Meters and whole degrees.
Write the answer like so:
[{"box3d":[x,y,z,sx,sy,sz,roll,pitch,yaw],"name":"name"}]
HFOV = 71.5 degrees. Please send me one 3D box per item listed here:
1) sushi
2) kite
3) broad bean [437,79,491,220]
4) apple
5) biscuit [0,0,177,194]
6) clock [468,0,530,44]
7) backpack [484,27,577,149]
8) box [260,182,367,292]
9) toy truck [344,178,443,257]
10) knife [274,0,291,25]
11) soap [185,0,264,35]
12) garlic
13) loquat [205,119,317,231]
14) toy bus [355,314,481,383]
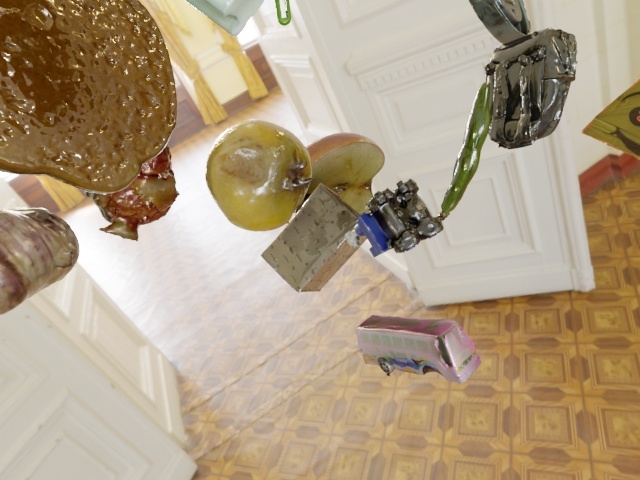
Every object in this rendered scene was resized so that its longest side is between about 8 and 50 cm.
[{"box3d":[-0.406,-0.168,0.908,0.197,0.343,0.182,-14,31,-22],"name":"sushi"},{"box3d":[0.746,-0.253,0.934,0.378,0.327,0.013,9,64,52],"name":"kite"},{"box3d":[0.291,-0.163,0.882,0.043,0.297,0.060,6,26,-10],"name":"broad bean"},{"box3d":[0.049,-0.211,1.614,0.365,0.328,0.295,-14,2,-19],"name":"apple"},{"box3d":[-0.368,-0.235,0.570,0.074,0.358,0.381,-4,5,45],"name":"biscuit"},{"box3d":[0.455,-0.642,1.160,0.056,0.280,0.280,-25,25,44],"name":"clock"},{"box3d":[0.448,-0.329,0.976,0.133,0.257,0.206,3,4,-29],"name":"backpack"},{"box3d":[0.000,0.000,1.426,0.190,0.225,0.297,42,98,16],"name":"box"},{"box3d":[0.185,-0.040,1.139,0.213,0.161,0.177,-25,-11,-36],"name":"toy truck"},{"box3d":[-0.075,-0.419,0.658,0.055,0.212,0.015,-19,56,-7],"name":"knife"},{"box3d":[-0.136,-0.322,0.450,0.119,0.198,0.066,-54,2,1],"name":"soap"},{"box3d":[-0.482,0.029,0.640,0.245,0.160,0.245,-31,12,7],"name":"garlic"},{"box3d":[-0.115,-0.122,0.840,0.213,0.213,0.213,-20,31,13],"name":"loquat"},{"box3d":[0.197,0.229,0.961,0.090,0.112,0.274,-32,14,-36],"name":"toy bus"}]
